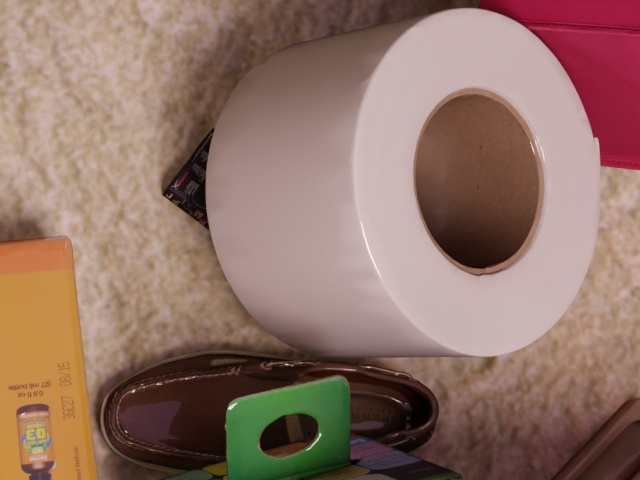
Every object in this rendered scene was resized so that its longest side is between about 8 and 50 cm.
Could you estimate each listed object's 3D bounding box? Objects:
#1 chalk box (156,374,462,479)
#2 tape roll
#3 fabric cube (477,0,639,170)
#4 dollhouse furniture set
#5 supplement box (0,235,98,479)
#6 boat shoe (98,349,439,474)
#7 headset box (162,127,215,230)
[{"bbox_3d":[-0.011,0.235,1.181,0.180,0.179,0.289,-11,98,-24],"label":"chalk box"},{"bbox_3d":[0.061,-0.036,1.273,0.246,0.169,0.246,4,84,-40],"label":"tape roll"},{"bbox_3d":[0.310,-0.209,1.338,0.259,0.254,0.258,39,66,-52],"label":"fabric cube"},{"bbox_3d":[0.288,0.204,1.372,0.144,0.123,0.151,-43,92,-18],"label":"dollhouse furniture set"},{"bbox_3d":[-0.210,0.118,1.282,0.078,0.080,0.233,-5,80,-15],"label":"supplement box"},{"bbox_3d":[-0.034,0.124,1.316,0.257,0.095,0.095,-2,81,-15],"label":"boat shoe"},{"bbox_3d":[-0.071,-0.037,1.369,0.083,0.032,0.062,36,74,-7],"label":"headset box"}]
